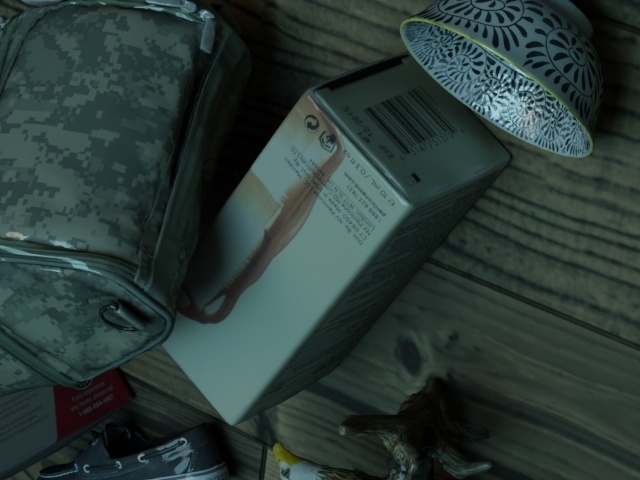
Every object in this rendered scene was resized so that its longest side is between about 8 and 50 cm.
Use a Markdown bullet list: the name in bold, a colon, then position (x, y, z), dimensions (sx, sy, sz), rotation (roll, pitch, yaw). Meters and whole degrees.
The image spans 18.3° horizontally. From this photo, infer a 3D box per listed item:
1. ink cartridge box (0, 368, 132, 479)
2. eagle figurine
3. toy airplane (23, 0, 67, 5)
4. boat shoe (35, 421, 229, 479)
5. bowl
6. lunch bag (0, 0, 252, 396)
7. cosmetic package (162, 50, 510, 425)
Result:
- **ink cartridge box**: position (-0.354, 0.081, 1.875), dimensions (0.131, 0.226, 0.306), rotation (-36, 84, 40)
- **eagle figurine**: position (0.026, 0.260, 1.670), dimensions (0.298, 0.226, 0.225), rotation (-65, 29, 18)
- **toy airplane**: position (-0.385, -0.274, 1.657), dimensions (0.384, 0.386, 0.272), rotation (14, 76, 42)
- **boat shoe**: position (-0.189, 0.210, 1.900), dimensions (0.228, 0.080, 0.076), rotation (-9, 97, 39)
- **bowl**: position (0.151, -0.142, 1.470), dimensions (0.170, 0.170, 0.080), rotation (31, 81, 24)
- **lunch bag**: position (-0.196, -0.047, 1.614), dimensions (0.256, 0.305, 0.212), rotation (-10, 141, 33)
- **cosmetic package**: position (0.000, 0.000, 1.618), dimensions (0.129, 0.153, 0.296), rotation (48, 128, 13)
